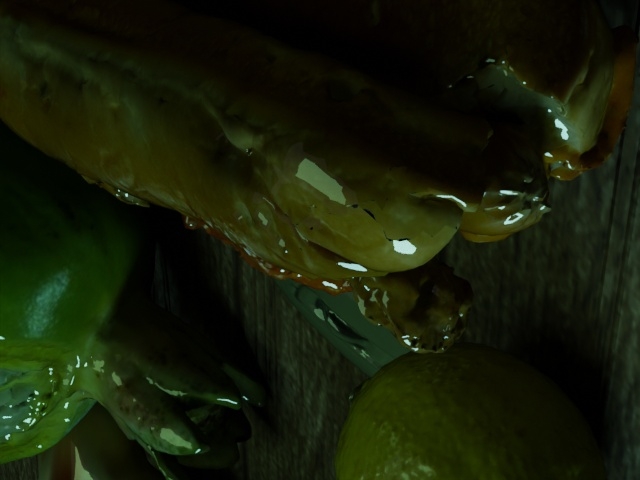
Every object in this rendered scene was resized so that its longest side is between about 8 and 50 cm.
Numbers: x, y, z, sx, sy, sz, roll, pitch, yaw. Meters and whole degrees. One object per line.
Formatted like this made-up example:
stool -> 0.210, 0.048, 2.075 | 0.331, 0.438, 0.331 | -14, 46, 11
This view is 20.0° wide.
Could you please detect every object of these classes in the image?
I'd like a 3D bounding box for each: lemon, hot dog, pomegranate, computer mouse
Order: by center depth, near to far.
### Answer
hot dog -> -0.016, -0.062, 0.735 | 0.349, 0.158, 0.117 | 25, 150, 53
lemon -> 0.062, 0.098, 0.751 | 0.133, 0.109, 0.109 | 34, 140, 35
computer mouse -> 0.000, 0.000, 0.867 | 0.182, 0.056, 0.089 | 59, 159, 18
pomegranate -> -0.169, 0.039, 1.100 | 0.302, 0.236, 0.236 | 22, 139, 16

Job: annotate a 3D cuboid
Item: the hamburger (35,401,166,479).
hamburger -> -0.139, 0.255, 1.216 | 0.303, 0.186, 0.261 | 55, 156, 5
